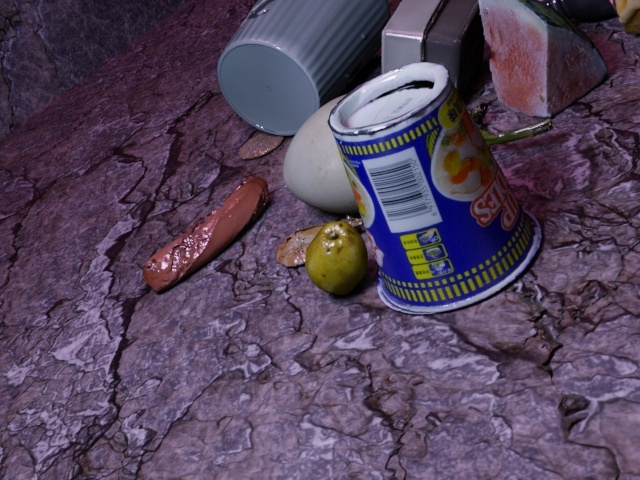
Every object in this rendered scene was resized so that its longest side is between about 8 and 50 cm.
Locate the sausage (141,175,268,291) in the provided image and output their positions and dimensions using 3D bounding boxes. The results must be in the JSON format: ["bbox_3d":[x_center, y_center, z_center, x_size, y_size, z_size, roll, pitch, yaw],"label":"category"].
[{"bbox_3d":[-0.217,-0.017,1.912,0.327,0.079,0.087,-41,47,-22],"label":"sausage"}]

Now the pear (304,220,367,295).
[{"bbox_3d":[0.026,0.030,1.582,0.107,0.131,0.107,-10,43,9],"label":"pear"}]

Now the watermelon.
[{"bbox_3d":[0.400,-0.352,1.840,0.201,0.262,0.213,-58,35,3],"label":"watermelon"}]

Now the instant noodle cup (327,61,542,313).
[{"bbox_3d":[0.158,-0.091,1.476,0.284,0.312,0.284,-21,29,12],"label":"instant noodle cup"}]

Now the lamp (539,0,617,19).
[{"bbox_3d":[0.500,-0.501,2.055,0.228,0.147,0.172,-23,15,24],"label":"lamp"}]

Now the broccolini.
[{"bbox_3d":[0.333,-0.216,1.790,0.272,0.062,0.123,2,55,50],"label":"broccolini"}]

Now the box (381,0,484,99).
[{"bbox_3d":[0.241,-0.406,2.014,0.166,0.220,0.290,11,42,18],"label":"box"}]

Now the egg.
[{"bbox_3d":[0.057,-0.155,1.765,0.296,0.218,0.218,-18,28,37],"label":"egg"}]

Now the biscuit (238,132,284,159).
[{"bbox_3d":[-0.138,-0.225,2.245,0.120,0.015,0.120,-20,29,12],"label":"biscuit"}]

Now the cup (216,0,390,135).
[{"bbox_3d":[-0.045,-0.435,2.284,0.310,0.400,0.392,22,51,12],"label":"cup"}]

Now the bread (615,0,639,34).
[{"bbox_3d":[0.693,-0.526,1.855,0.252,0.196,0.238,-16,30,25],"label":"bread"}]

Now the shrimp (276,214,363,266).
[{"bbox_3d":[0.000,0.000,1.749,0.184,0.043,0.091,-25,36,18],"label":"shrimp"}]
